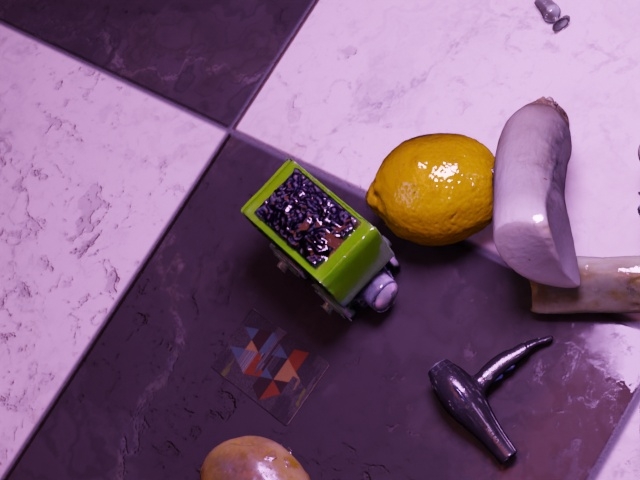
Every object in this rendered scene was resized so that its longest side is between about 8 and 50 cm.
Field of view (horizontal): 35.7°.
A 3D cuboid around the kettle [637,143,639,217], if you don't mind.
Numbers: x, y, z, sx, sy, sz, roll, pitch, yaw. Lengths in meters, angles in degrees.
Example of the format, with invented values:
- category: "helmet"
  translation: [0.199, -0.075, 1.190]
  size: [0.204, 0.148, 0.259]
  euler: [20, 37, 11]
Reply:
- category: "kettle"
  translation: [0.617, -0.118, 1.594]
  size: [0.211, 0.160, 0.243]
  euler: [28, 83, 26]

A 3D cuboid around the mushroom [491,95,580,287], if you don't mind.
- category: "mushroom"
  translation: [0.363, -0.118, 1.665]
  size: [0.126, 0.177, 0.397]
  euler: [-18, 44, 31]

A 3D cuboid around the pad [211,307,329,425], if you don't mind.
- category: "pad"
  translation: [-0.097, 0.234, 1.864]
  size: [0.211, 0.003, 0.143]
  euler: [32, 84, 31]

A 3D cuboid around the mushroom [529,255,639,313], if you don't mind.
- category: "mushroom"
  translation: [0.495, 0.069, 1.616]
  size: [0.312, 0.081, 0.100]
  euler: [-3, 98, 27]

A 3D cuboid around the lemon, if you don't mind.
- category: "lemon"
  translation: [0.206, -0.091, 1.752]
  size: [0.260, 0.204, 0.204]
  euler: [-8, 65, 14]

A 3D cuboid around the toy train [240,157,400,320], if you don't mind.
- category: "toy train"
  translation: [0.000, 0.000, 1.781]
  size: [0.173, 0.249, 0.307]
  euler: [-47, 57, -3]

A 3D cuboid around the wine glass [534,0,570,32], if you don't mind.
- category: "wine glass"
  translation: [0.441, -0.439, 1.894]
  size: [0.039, 0.042, 0.083]
  euler: [-14, 56, -14]

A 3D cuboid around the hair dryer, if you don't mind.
- category: "hair dryer"
  translation: [0.311, 0.237, 1.651]
  size: [0.219, 0.075, 0.195]
  euler: [-38, 68, -4]

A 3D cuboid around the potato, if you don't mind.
- category: "potato"
  translation: [-0.106, 0.413, 1.738]
  size: [0.243, 0.098, 0.138]
  euler: [9, 71, 26]
